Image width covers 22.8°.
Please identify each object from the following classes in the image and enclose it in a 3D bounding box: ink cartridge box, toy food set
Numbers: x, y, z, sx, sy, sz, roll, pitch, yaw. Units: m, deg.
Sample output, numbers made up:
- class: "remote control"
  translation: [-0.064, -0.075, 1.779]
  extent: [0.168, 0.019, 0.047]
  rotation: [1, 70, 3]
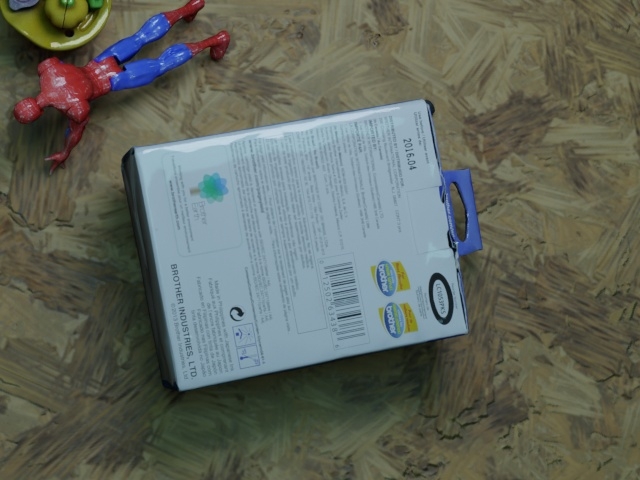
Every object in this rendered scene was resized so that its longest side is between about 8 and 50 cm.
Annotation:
- class: "ink cartridge box"
  translation: [0.000, 0.000, 1.761]
  extent: [0.395, 0.151, 0.270]
  rotation: [-11, 92, -11]
- class: "toy food set"
  translation: [-0.301, -0.326, 1.786]
  extent: [0.128, 0.071, 0.218]
  rotation: [-5, 78, -11]

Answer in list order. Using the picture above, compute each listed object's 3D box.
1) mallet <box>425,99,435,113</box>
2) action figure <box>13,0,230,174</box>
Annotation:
- class: "mallet"
  translation: [0.064, -0.107, 1.887]
  extent: [0.189, 0.039, 0.062]
  rotation: [-25, 83, -20]
- class: "action figure"
  translation: [-0.246, -0.177, 1.827]
  extent: [0.280, 0.139, 0.091]
  rotation: [-30, 79, -38]
